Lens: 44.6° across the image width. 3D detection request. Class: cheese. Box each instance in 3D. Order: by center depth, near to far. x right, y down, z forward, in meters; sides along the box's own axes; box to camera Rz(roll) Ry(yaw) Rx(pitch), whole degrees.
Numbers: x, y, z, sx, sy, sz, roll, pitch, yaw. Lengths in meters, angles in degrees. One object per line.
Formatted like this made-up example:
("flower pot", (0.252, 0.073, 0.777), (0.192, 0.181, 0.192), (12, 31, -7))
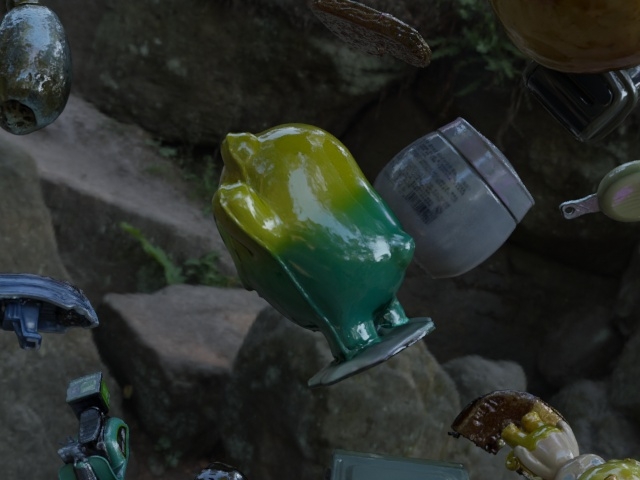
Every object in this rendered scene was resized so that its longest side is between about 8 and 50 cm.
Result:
("cheese", (0.620, -0.091, 1.639), (0.228, 0.137, 0.064), (-17, 31, 18))

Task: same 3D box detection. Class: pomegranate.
("pomegranate", (0.415, -0.464, 1.251), (0.411, 0.409, 0.410), (13, 9, -2))

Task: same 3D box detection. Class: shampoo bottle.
("shampoo bottle", (0.257, -0.081, 1.543), (0.273, 0.266, 0.273), (50, 8, -10))

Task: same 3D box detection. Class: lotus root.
("lotus root", (-0.520, -0.334, 1.415), (0.140, 0.158, 0.322), (7, 55, -18))

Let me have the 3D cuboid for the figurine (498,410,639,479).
("figurine", (0.334, 0.316, 0.999), (0.156, 0.131, 0.246), (-25, 35, -13))

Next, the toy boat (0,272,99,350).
("toy boat", (-0.594, 0.144, 1.531), (0.309, 0.129, 0.142), (7, 46, -23))

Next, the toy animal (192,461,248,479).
("toy animal", (-0.166, 0.587, 1.593), (0.267, 0.212, 0.212), (30, 11, 7))

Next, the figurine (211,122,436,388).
("figurine", (0.000, 0.000, 1.024), (0.232, 0.340, 0.324), (-30, -3, 30))

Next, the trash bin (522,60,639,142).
("trash bin", (0.546, -0.327, 1.529), (0.290, 0.182, 0.209), (-32, 74, -31))

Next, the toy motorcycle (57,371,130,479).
("toy motorcycle", (-0.242, 0.227, 0.828), (0.058, 0.100, 0.173), (-18, 28, -2))

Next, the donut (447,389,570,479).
("donut", (0.342, 0.336, 1.355), (0.217, 0.141, 0.085), (35, -5, 3))

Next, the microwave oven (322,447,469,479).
("microwave oven", (0.073, 0.489, 1.010), (0.219, 0.354, 0.286), (7, 9, 4))

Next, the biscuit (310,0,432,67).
("biscuit", (0.119, -0.425, 1.602), (0.277, 0.052, 0.262), (30, 6, 31))
